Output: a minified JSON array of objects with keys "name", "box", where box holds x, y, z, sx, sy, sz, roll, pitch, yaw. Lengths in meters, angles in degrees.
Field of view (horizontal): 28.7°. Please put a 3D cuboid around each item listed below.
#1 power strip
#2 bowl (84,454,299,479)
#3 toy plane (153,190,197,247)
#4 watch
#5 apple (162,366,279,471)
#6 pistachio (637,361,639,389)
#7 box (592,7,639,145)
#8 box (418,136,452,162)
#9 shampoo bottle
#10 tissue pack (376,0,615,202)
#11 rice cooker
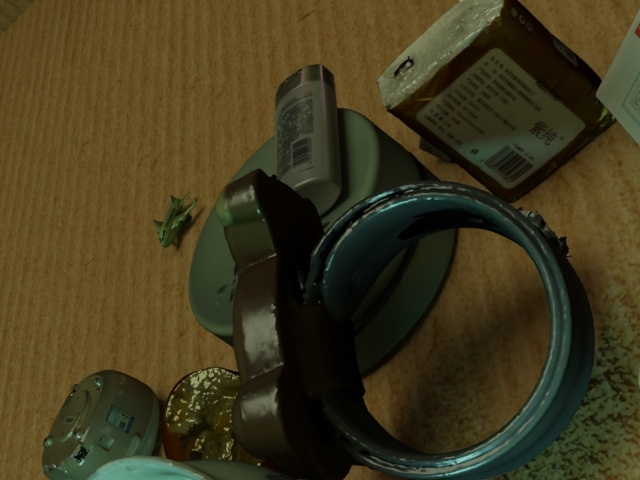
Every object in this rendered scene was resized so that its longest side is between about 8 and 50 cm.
[{"name":"power strip","box":[0.000,0.000,1.590,0.357,0.161,0.357,-34,36,29]},{"name":"bowl","box":[-0.039,0.369,1.193,0.196,0.435,0.435,-22,7,-41]},{"name":"toy plane","box":[-0.241,-0.031,2.054,0.102,0.040,0.111,-28,41,39]},{"name":"watch","box":[0.092,0.071,1.234,0.327,0.314,0.335,-15,74,15]},{"name":"apple","box":[-0.119,0.242,1.529,0.147,0.156,0.158,139,142,-67]},{"name":"pistachio","box":[0.394,0.055,0.962,0.321,0.229,0.238,-45,65,31]},{"name":"box","box":[0.381,-0.134,1.251,0.269,0.079,0.135,-111,39,-54]},{"name":"box","box":[0.175,-0.179,1.567,0.129,0.051,0.130,-62,-8,-11]},{"name":"shampoo bottle","box":[-0.017,-0.121,1.521,0.086,0.056,0.227,-33,36,24]},{"name":"tissue pack","box":[0.201,-0.164,1.412,0.183,0.226,0.092,-42,34,21]},{"name":"rice cooker","box":[-0.311,0.281,1.771,0.145,0.127,0.206,-20,37,43]}]
